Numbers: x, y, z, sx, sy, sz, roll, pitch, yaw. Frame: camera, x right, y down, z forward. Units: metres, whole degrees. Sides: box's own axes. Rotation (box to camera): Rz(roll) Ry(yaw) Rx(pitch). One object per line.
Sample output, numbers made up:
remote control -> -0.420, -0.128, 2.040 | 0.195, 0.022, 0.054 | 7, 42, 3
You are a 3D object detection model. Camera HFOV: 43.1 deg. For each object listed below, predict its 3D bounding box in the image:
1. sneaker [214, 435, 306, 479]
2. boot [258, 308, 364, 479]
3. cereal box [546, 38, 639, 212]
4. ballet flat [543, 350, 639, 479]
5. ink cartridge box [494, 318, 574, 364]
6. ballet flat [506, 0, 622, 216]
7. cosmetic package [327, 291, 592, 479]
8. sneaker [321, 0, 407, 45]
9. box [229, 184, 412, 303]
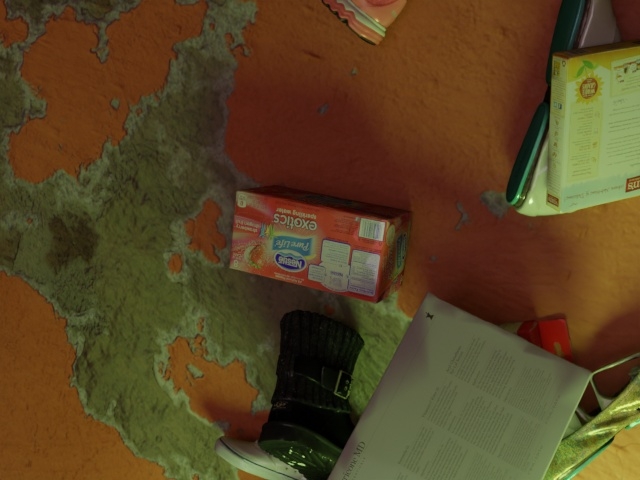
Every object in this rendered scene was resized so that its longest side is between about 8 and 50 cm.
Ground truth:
sneaker -> -0.088, 0.429, 1.621 | 0.258, 0.094, 0.091 | 16, 86, 18
boot -> 0.031, 0.307, 1.504 | 0.131, 0.348, 0.260 | -12, 50, 30
cereal box -> 0.427, -0.172, 1.220 | 0.172, 0.047, 0.240 | -12, 116, -17
ballet flat -> 0.458, 0.280, 1.325 | 0.348, 0.123, 0.123 | -44, 79, 19
ink cartridge box -> 0.314, 0.217, 1.399 | 0.230, 0.078, 0.134 | -11, 93, 25
ballet flat -> 0.407, -0.224, 1.280 | 0.139, 0.139, 0.401 | 20, 109, 21
cosmetic package -> 0.209, 0.312, 1.269 | 0.284, 0.097, 0.377 | 27, 76, 15
sneaker -> 0.029, -0.490, 1.428 | 0.314, 0.116, 0.136 | 46, 103, 5
box -> 0.000, 0.000, 1.477 | 0.299, 0.142, 0.154 | 11, 102, 23
